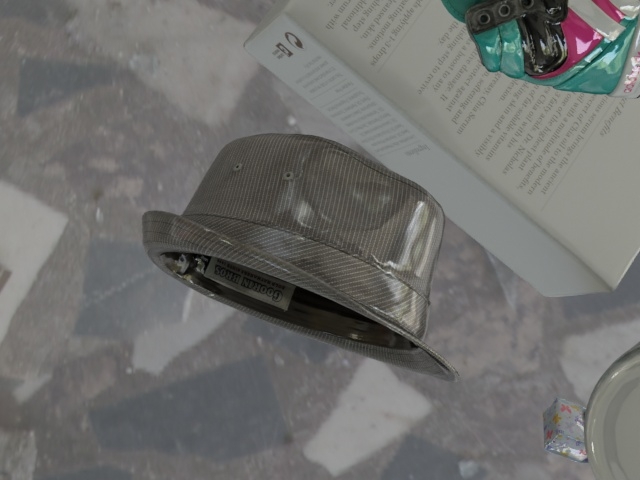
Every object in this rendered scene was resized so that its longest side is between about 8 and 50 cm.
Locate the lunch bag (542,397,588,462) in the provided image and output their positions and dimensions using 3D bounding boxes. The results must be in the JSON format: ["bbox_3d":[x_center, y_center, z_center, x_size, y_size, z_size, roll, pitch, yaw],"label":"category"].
[{"bbox_3d":[0.358,0.268,1.843,0.083,0.071,0.053,24,131,-13],"label":"lunch bag"}]

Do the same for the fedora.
[{"bbox_3d":[0.000,0.000,1.003,0.243,0.275,0.124,35,73,-46],"label":"fedora"}]

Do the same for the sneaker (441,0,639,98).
[{"bbox_3d":[0.172,-0.226,0.975,0.178,0.124,0.296,1,139,0],"label":"sneaker"}]

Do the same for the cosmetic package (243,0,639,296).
[{"bbox_3d":[0.171,-0.163,1.410,0.453,0.161,0.230,39,74,-11],"label":"cosmetic package"}]

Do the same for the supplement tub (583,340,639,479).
[{"bbox_3d":[0.426,0.181,1.432,0.207,0.338,0.207,3,97,26],"label":"supplement tub"}]
